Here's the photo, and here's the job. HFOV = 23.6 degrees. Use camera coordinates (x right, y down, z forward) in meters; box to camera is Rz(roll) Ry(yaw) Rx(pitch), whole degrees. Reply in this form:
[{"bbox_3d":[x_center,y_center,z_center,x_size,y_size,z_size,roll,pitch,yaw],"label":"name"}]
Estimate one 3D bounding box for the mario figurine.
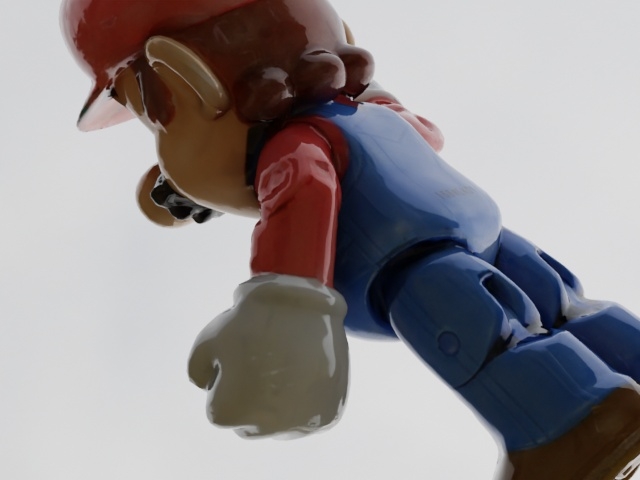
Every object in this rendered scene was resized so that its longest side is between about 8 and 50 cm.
[{"bbox_3d":[0.000,0.000,0.653,0.170,0.198,0.320,-42,-107,-7],"label":"mario figurine"}]
